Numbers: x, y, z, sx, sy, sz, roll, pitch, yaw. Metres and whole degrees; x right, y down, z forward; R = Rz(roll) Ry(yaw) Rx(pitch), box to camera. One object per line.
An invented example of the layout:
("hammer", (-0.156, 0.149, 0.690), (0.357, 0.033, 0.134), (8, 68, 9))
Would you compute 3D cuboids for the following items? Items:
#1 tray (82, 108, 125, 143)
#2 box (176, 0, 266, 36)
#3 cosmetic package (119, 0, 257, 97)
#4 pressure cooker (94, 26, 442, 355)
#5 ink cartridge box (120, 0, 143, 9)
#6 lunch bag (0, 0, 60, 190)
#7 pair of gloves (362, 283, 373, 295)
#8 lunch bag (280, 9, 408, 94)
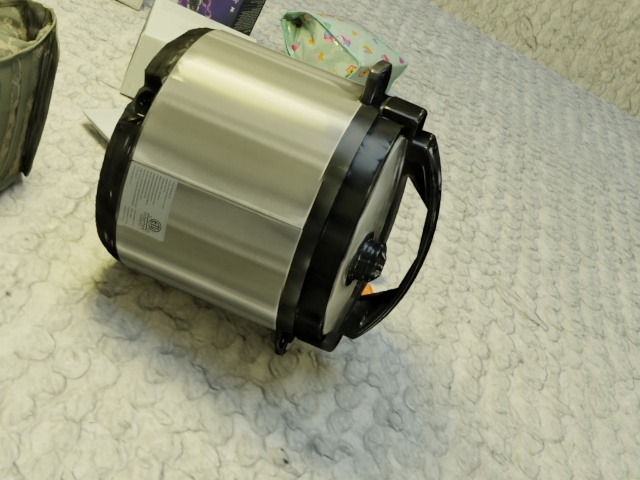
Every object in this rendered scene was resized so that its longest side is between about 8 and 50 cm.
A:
("tray", (-0.279, -0.137, 1.663), (0.270, 0.030, 0.145), (44, 31, 25))
("box", (-0.221, -0.536, 2.195), (0.153, 0.207, 0.108), (36, 28, 14))
("cosmetic package", (-0.253, -0.344, 1.918), (0.224, 0.138, 0.224), (22, 30, -14))
("pressure cooker", (-0.050, -0.057, 1.349), (0.420, 0.370, 0.375), (22, 66, 9))
("ink cartridge box", (-0.406, -0.721, 2.257), (0.130, 0.272, 0.309), (23, 28, -14))
("lunch bag", (-0.467, -0.199, 1.361), (0.169, 0.235, 0.287), (26, 28, 4))
("pair of gloves", (0.053, 0.080, 1.641), (0.083, 0.010, 0.074), (18, 30, -20))
("lunch bag", (0.041, -0.459, 2.376), (0.262, 0.160, 0.223), (48, 33, 20))
